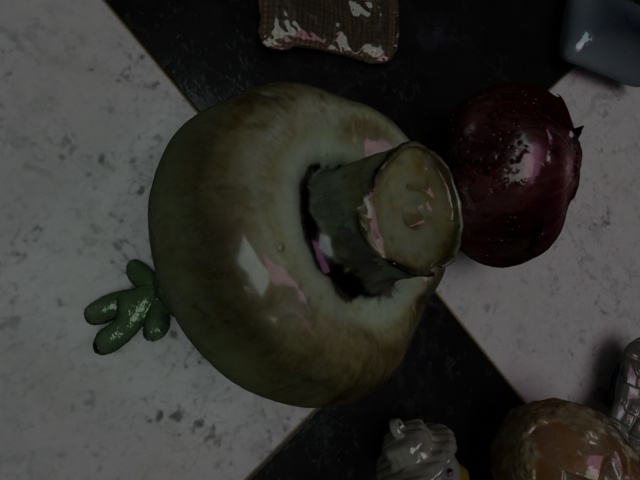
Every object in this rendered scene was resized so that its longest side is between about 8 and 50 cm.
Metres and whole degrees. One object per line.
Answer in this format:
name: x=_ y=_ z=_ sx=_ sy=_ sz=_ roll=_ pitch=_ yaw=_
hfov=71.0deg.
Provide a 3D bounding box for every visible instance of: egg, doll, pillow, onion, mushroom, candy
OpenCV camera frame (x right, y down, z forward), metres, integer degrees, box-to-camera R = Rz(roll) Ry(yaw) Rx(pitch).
egg: x=0.331 y=0.322 z=0.608 sx=0.195 sy=0.195 sz=0.233 roll=-24 pitch=115 yaw=-16
doll: x=0.168 y=0.358 z=0.599 sx=0.293 sy=0.119 sz=0.138 roll=60 pitch=31 yaw=-6
pillow: x=0.016 y=-0.325 z=0.636 sx=0.211 sy=0.034 sz=0.135 roll=0 pitch=85 yaw=-18
onion: x=0.232 y=-0.092 z=0.612 sx=0.252 sy=0.219 sz=0.252 roll=-15 pitch=108 yaw=-53
doll: x=-0.203 y=0.075 z=0.537 sx=0.150 sy=0.077 sz=0.115 roll=-25 pitch=56 yaw=-6
mushroom: x=0.000 y=0.000 z=0.477 sx=0.352 sy=0.260 sz=0.351 roll=11 pitch=73 yaw=-41
candy: x=0.483 y=-0.343 z=0.754 sx=0.174 sy=0.071 sz=0.138 roll=12 pitch=84 yaw=-14

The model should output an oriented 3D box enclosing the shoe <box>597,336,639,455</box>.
shoe: x=0.498 y=0.269 z=0.713 sx=0.099 sy=0.125 sz=0.227 roll=17 pitch=74 yaw=18
